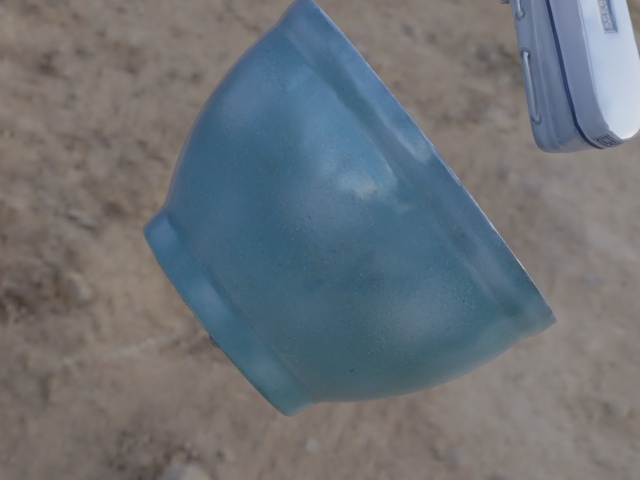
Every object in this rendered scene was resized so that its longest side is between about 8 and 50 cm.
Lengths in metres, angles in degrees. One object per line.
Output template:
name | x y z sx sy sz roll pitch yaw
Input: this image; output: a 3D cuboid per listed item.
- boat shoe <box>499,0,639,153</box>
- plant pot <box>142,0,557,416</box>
boat shoe | 0.162 -0.189 1.288 0.084 0.258 0.095 -12 -8 42
plant pot | 0.000 0.000 1.279 0.293 0.196 0.293 53 2 -2
